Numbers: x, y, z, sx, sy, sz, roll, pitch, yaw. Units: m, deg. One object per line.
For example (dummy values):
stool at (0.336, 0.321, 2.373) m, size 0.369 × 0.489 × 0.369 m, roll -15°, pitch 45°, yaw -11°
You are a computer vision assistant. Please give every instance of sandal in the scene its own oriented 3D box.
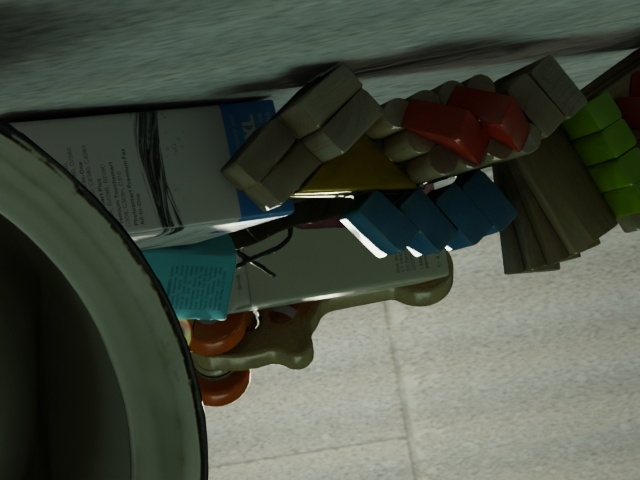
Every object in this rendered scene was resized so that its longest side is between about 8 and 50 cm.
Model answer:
sandal at (-0.060, -0.047, 1.366) m, size 0.219 × 0.090 × 0.060 m, roll -16°, pitch -157°, yaw -40°

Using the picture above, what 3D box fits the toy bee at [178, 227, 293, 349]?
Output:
toy bee at (-0.178, 0.068, 1.461) m, size 0.298 × 0.162 × 0.195 m, roll 12°, pitch -136°, yaw 22°

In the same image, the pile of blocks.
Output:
pile of blocks at (0.124, -0.052, 1.064) m, size 0.362 × 0.149 × 0.112 m, roll -8°, pitch 177°, yaw -19°

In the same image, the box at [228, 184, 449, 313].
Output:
box at (0.000, 0.000, 1.754) m, size 0.232 × 0.127 × 0.148 m, roll -8°, pitch 177°, yaw -21°

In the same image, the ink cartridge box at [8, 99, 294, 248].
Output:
ink cartridge box at (-0.145, -0.035, 1.097) m, size 0.203 × 0.086 × 0.148 m, roll -7°, pitch 177°, yaw -35°

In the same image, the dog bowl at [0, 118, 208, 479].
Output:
dog bowl at (-0.268, 0.105, 0.764) m, size 0.408 × 0.408 × 0.150 m, roll -8°, pitch -163°, yaw -19°

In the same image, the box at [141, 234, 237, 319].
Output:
box at (-0.194, 0.009, 1.229) m, size 0.244 × 0.060 × 0.100 m, roll 3°, pitch -155°, yaw -18°

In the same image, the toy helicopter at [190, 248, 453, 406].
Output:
toy helicopter at (-0.021, 0.045, 1.906) m, size 0.355 × 0.235 × 0.140 m, roll -8°, pitch 142°, yaw -5°
